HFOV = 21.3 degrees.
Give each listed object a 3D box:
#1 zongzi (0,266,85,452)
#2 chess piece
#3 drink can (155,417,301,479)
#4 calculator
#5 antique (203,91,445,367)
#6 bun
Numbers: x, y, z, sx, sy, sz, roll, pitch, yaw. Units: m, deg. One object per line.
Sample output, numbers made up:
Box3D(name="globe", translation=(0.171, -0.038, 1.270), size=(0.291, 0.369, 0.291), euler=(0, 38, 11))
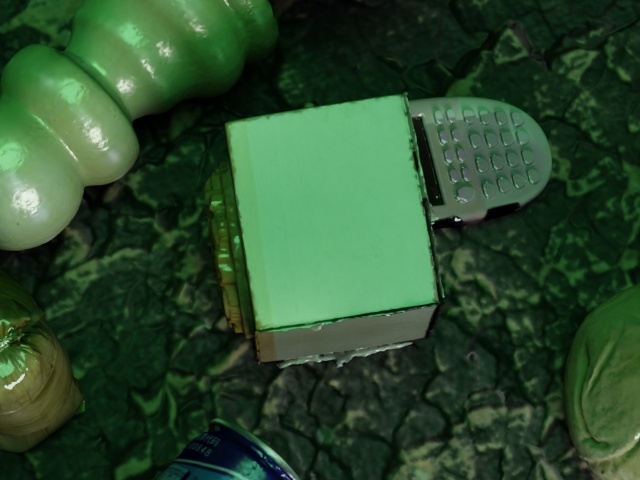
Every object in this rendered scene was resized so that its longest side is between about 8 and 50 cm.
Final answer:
Box3D(name="zongzi", translation=(-0.223, 0.041, 1.098), size=(0.078, 0.160, 0.176), euler=(-27, 74, -12))
Box3D(name="chess piece", translation=(-0.163, -0.102, 1.182), size=(0.144, 0.144, 0.251), euler=(40, 74, 10))
Box3D(name="drink can", translation=(-0.112, 0.226, 1.070), size=(0.097, 0.097, 0.235), euler=(39, 68, 9))
Box3D(name="calculator", translation=(0.090, -0.057, 1.251), size=(0.166, 0.024, 0.103), euler=(-8, 69, -12))
Box3D(name="antique", translation=(0.000, 0.000, 1.138), size=(0.148, 0.146, 0.152), euler=(-8, 77, -4))
Box3D(name="bun", translation=(0.254, 0.101, 1.155), size=(0.166, 0.113, 0.173), euler=(-21, 69, -15))
